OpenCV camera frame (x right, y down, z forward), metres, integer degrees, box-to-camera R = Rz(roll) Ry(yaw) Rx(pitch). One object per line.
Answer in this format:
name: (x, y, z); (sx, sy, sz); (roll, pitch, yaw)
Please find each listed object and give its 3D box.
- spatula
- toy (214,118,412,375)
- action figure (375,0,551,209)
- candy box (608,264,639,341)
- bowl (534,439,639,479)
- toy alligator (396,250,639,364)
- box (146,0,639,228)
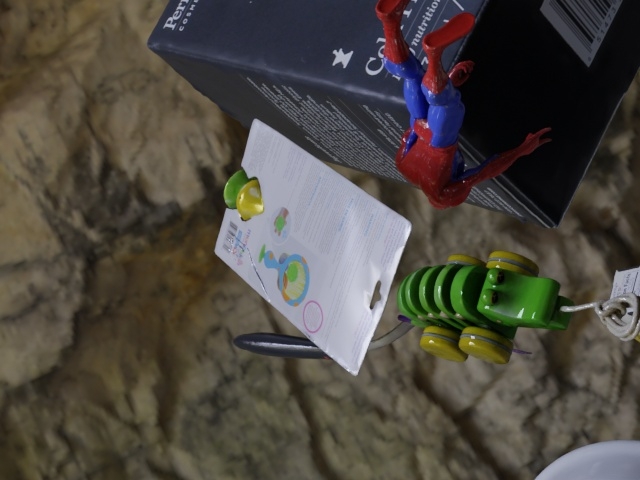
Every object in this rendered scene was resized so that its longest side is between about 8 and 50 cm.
spatula: (0.036, 0.086, 1.101); (0.296, 0.030, 0.084); (-7, -17, 38)
toy: (0.000, 0.000, 1.105); (0.056, 0.237, 0.137); (3, -67, -42)
action figure: (0.127, -0.128, 1.117); (0.139, 0.091, 0.280); (-38, -28, -17)
candy box: (0.459, 0.080, 1.433); (0.159, 0.071, 0.233); (31, -24, -22)
bowl: (0.315, 0.367, 1.312); (0.298, 0.298, 0.134); (-38, -7, 32)
toy alligator: (0.091, 0.031, 0.678); (0.051, 0.056, 0.190); (28, -16, -25)
box: (0.131, -0.325, 1.507); (0.297, 0.472, 0.480); (36, -102, -44)
